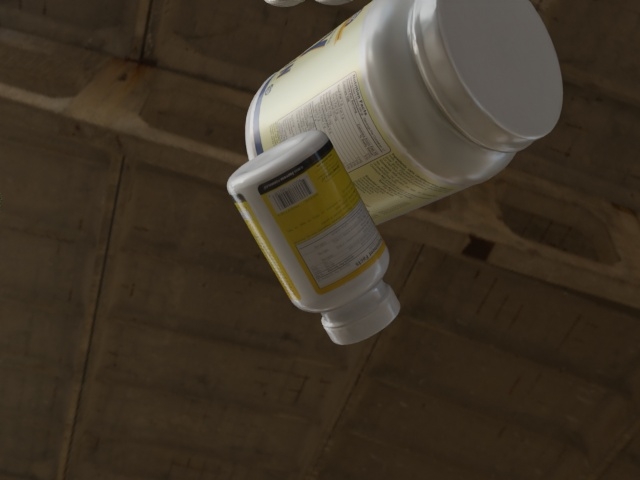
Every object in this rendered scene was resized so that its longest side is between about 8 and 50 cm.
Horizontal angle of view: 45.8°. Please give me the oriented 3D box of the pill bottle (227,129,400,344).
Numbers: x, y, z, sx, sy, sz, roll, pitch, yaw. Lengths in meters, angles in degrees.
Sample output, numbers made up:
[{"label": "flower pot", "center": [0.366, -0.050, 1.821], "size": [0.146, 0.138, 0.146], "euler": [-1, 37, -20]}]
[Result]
[{"label": "pill bottle", "center": [0.000, 0.000, 0.697], "size": [0.103, 0.103, 0.184], "euler": [-23, -74, 19]}]

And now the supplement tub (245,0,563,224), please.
[{"label": "supplement tub", "center": [0.088, -0.153, 0.888], "size": [0.235, 0.235, 0.324], "euler": [42, -38, -21]}]

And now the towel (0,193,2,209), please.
[{"label": "towel", "center": [-0.285, 0.027, 0.536], "size": [0.148, 0.110, 0.027], "euler": [-41, -61, 0]}]

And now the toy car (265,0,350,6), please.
[{"label": "toy car", "center": [-0.035, -0.298, 0.680], "size": [0.159, 0.182, 0.136], "euler": [18, -89, -39]}]
